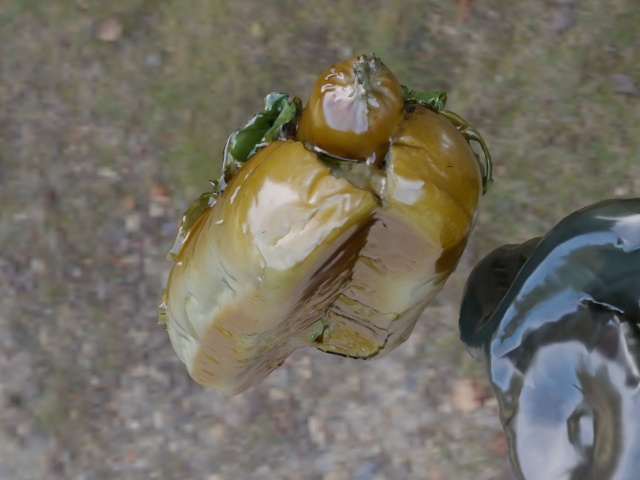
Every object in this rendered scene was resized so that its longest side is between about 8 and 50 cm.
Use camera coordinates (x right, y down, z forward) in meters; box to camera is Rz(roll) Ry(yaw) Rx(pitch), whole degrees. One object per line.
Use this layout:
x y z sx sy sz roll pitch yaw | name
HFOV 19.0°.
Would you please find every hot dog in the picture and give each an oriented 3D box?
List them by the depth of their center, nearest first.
0.000 0.000 0.689 0.269 0.109 0.072 118 134 -71 | hot dog

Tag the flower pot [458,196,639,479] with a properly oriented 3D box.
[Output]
0.202 0.056 0.669 0.301 0.302 0.213 -25 88 33 | flower pot
